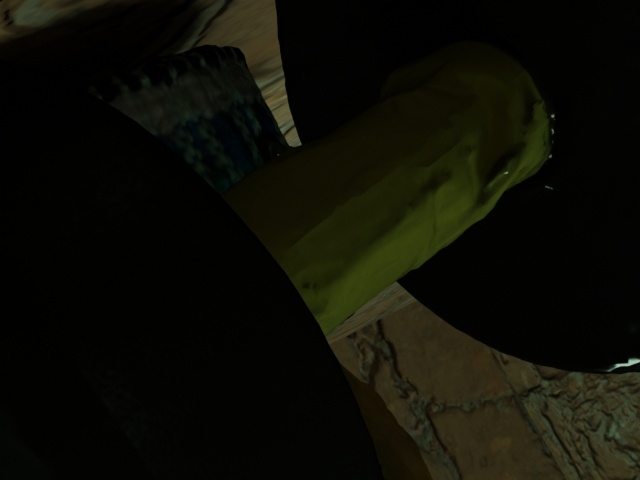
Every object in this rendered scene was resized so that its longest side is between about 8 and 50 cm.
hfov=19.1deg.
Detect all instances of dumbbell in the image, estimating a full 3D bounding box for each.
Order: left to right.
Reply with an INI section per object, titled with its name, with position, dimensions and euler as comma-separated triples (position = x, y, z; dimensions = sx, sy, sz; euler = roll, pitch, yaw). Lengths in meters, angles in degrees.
[dumbbell]
position = 0.000, 0.000, 0.557
dimensions = 0.322, 0.204, 0.204
euler = -36, 179, -38

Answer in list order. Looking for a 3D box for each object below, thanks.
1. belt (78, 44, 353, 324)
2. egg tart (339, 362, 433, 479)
[belt]
position = -0.115, 0.031, 0.724
dimensions = 0.257, 0.150, 0.207
euler = -27, 178, -26
[egg tart]
position = -0.127, 0.174, 0.847
dimensions = 0.388, 0.388, 0.169
euler = -27, 139, -20
